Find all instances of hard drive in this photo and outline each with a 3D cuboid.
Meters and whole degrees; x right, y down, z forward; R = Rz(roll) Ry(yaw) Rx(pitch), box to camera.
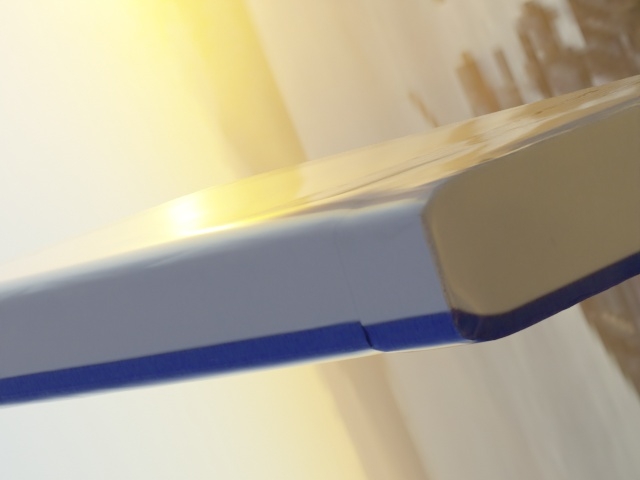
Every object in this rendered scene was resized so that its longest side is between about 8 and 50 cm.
[{"bbox_3d":[0.000,0.000,0.596,0.319,0.210,0.040,-12,97,50],"label":"hard drive"}]
